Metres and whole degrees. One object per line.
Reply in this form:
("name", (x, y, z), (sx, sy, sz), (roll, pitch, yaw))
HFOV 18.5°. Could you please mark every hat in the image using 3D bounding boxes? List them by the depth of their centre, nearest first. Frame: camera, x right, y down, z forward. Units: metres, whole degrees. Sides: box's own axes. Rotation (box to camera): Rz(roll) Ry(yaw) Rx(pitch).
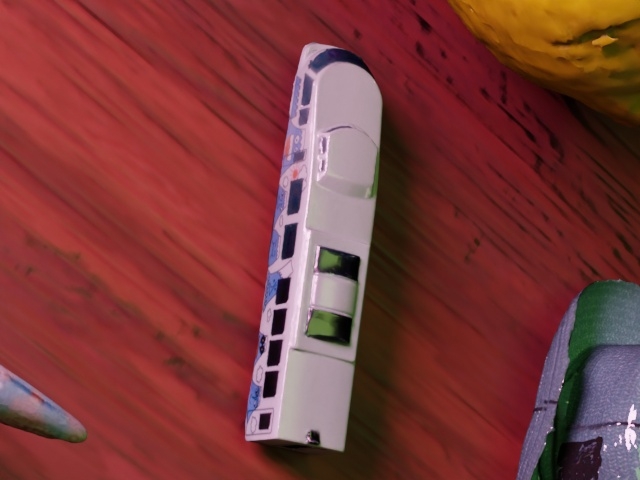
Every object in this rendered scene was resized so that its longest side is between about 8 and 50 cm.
("hat", (0.175, 0.108, 1.033), (0.138, 0.078, 0.191), (31, 66, -25))

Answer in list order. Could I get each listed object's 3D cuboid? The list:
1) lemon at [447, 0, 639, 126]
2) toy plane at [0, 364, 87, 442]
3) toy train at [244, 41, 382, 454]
("lemon", (0.166, -0.206, 0.986), (0.268, 0.268, 0.322), (-25, 96, -32))
("toy plane", (-0.241, 0.014, 0.788), (0.326, 0.104, 0.223), (31, 67, -27))
("toy train", (0.000, 0.000, 0.969), (0.043, 0.047, 0.208), (15, 74, -29))
